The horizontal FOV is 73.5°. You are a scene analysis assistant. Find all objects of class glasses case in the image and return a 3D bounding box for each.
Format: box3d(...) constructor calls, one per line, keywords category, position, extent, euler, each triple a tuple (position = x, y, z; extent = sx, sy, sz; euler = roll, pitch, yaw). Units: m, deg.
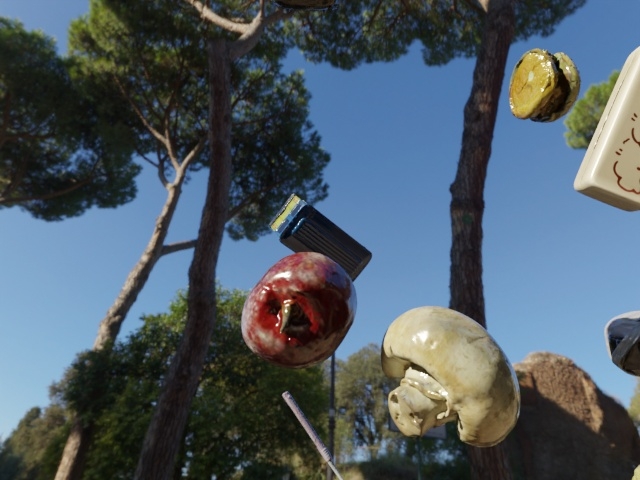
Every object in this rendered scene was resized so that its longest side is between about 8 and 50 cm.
box3d(category="glasses case", position=(0.664, -0.235, 0.887), extent=(0.144, 0.336, 0.076), euler=(23, -2, 7))

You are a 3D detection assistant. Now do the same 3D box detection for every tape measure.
box3d(category="tape measure", position=(0.583, 0.166, 0.703), extent=(0.236, 0.120, 0.197), euler=(-8, -4, -42))

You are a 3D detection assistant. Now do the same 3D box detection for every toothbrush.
box3d(category="toothbrush", position=(0.007, 0.559, 1.160), extent=(0.029, 0.354, 0.024), euler=(-47, -20, 23))

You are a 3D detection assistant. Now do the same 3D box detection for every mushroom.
box3d(category="mushroom", position=(0.200, 0.214, 0.721), extent=(0.254, 0.195, 0.188), euler=(30, -42, 47))

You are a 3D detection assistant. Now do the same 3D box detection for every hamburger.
box3d(category="hamburger", position=(0.566, -0.394, 1.092), extent=(0.114, 0.185, 0.176), euler=(-3, -63, -3))

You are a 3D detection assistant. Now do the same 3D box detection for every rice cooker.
box3d(category="rice cooker", position=(-0.029, -0.539, 0.898), extent=(0.166, 0.112, 0.106), euler=(0, -53, -8))

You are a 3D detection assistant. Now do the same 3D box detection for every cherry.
box3d(category="cherry", position=(-0.037, 0.136, 0.849), extent=(0.203, 0.230, 0.300), euler=(27, -3, 4))

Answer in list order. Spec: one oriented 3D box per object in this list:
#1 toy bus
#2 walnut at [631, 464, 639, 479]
box3d(category="toy bus", position=(0.000, 0.000, 1.319), extent=(0.288, 0.175, 0.138), euler=(37, -87, -25))
box3d(category="walnut", position=(0.463, 0.332, 0.568), extent=(0.092, 0.092, 0.092), euler=(3, -35, 2))
